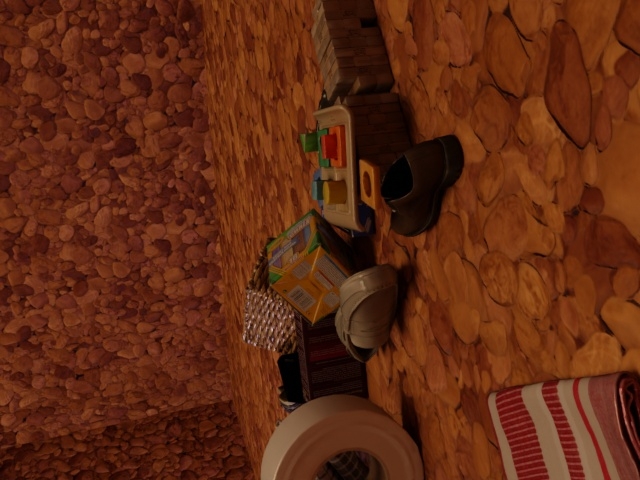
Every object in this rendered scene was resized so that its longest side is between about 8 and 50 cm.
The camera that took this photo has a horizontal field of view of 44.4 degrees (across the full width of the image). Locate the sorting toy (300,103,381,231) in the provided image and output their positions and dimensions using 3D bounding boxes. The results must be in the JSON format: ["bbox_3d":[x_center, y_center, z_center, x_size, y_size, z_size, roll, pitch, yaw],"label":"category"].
[{"bbox_3d":[0.016,-0.113,1.248,0.348,0.047,0.196,-162,64,-74],"label":"sorting toy"}]

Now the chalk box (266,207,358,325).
[{"bbox_3d":[-0.016,0.039,1.555,0.132,0.132,0.213,45,-165,-23],"label":"chalk box"}]

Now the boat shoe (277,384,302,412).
[{"bbox_3d":[-0.083,0.478,2.343,0.223,0.080,0.073,177,78,-81],"label":"boat shoe"}]

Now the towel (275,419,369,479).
[{"bbox_3d":[0.042,0.475,1.624,0.235,0.121,0.284,54,174,-16],"label":"towel"}]

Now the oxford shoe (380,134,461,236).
[{"bbox_3d":[0.125,-0.073,1.141,0.227,0.096,0.082,102,152,-59],"label":"oxford shoe"}]

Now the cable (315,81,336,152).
[{"bbox_3d":[0.037,-0.281,1.482,0.139,0.072,0.287,-90,8,-70],"label":"cable"}]

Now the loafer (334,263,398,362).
[{"bbox_3d":[0.090,0.134,1.400,0.319,0.112,0.111,95,156,-67],"label":"loafer"}]

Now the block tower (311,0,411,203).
[{"bbox_3d":[0.067,-0.233,1.269,0.091,0.097,0.335,125,135,-70],"label":"block tower"}]

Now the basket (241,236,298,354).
[{"bbox_3d":[-0.063,0.147,2.011,0.299,0.223,0.213,100,-171,-53],"label":"basket"}]

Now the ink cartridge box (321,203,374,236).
[{"bbox_3d":[0.048,-0.074,1.531,0.207,0.046,0.097,-143,47,-70],"label":"ink cartridge box"}]

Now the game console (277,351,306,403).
[{"bbox_3d":[-0.001,0.453,1.971,0.213,0.044,0.361,-13,94,57],"label":"game console"}]

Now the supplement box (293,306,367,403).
[{"bbox_3d":[0.020,0.227,1.665,0.073,0.130,0.239,-146,49,-71],"label":"supplement box"}]

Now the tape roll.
[{"bbox_3d":[0.038,0.428,1.414,0.100,0.286,0.286,-156,58,-72],"label":"tape roll"}]

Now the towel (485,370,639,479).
[{"bbox_3d":[0.281,0.277,0.883,0.329,0.037,0.237,131,129,-72],"label":"towel"}]
